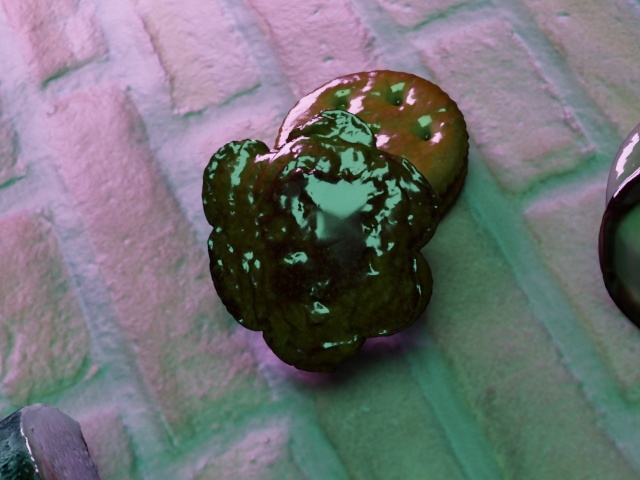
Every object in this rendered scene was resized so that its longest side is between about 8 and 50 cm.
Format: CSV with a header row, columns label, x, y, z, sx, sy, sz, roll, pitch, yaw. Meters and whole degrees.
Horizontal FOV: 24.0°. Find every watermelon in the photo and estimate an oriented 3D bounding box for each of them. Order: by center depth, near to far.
label,x,y,z,sx,sy,sz,roll,pitch,yaw
watermelon,-0.267,0.301,1.335,0.213,0.320,0.290,32,80,-11

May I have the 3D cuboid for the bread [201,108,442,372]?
label,x,y,z,sx,sy,sz,roll,pitch,yaw
bread,0.013,0.002,1.489,0.232,0.135,0.247,-18,81,13

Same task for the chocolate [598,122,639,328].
label,x,y,z,sx,sy,sz,roll,pitch,yaw
chocolate,0.404,-0.033,1.454,0.283,0.186,0.284,-5,53,6

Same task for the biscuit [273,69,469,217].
label,x,y,z,sx,sy,sz,roll,pitch,yaw
biscuit,0.055,-0.092,1.639,0.220,0.066,0.220,-5,52,6
